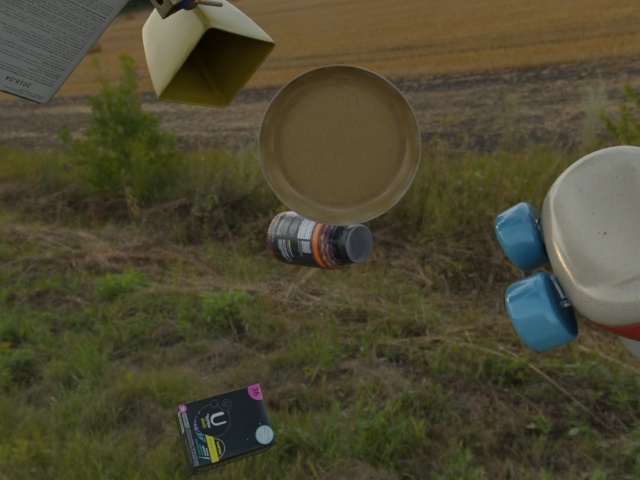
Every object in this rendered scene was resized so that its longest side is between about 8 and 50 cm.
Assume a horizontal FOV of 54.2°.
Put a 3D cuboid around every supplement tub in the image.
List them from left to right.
[{"bbox_3d":[0.000,0.000,1.157,0.198,0.106,0.106,6,29,44],"label":"supplement tub"}]

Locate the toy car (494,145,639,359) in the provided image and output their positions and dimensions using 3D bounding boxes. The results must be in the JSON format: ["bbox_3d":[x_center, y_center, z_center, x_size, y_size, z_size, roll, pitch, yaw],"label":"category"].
[{"bbox_3d":[0.337,0.042,0.631,0.219,0.238,0.210,-31,33,31],"label":"toy car"}]

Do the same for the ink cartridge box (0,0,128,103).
[{"bbox_3d":[-0.440,-0.350,0.836,0.395,0.151,0.270,-35,-33,32],"label":"ink cartridge box"}]

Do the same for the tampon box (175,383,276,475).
[{"bbox_3d":[-0.185,0.364,1.207,0.161,0.101,0.120,-12,67,-22],"label":"tampon box"}]

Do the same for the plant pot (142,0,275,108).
[{"bbox_3d":[-0.271,-0.443,1.393,0.212,0.187,0.212,-43,-20,31],"label":"plant pot"}]

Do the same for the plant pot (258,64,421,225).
[{"bbox_3d":[0.028,-0.138,0.919,0.236,0.236,0.032,-8,19,8],"label":"plant pot"}]

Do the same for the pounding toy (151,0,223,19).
[{"bbox_3d":[-0.241,-0.462,1.146,0.130,0.100,0.141,-37,18,-16],"label":"pounding toy"}]

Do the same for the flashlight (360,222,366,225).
[{"bbox_3d":[0.047,-0.092,1.480,0.103,0.103,0.304,8,-13,11],"label":"flashlight"}]
